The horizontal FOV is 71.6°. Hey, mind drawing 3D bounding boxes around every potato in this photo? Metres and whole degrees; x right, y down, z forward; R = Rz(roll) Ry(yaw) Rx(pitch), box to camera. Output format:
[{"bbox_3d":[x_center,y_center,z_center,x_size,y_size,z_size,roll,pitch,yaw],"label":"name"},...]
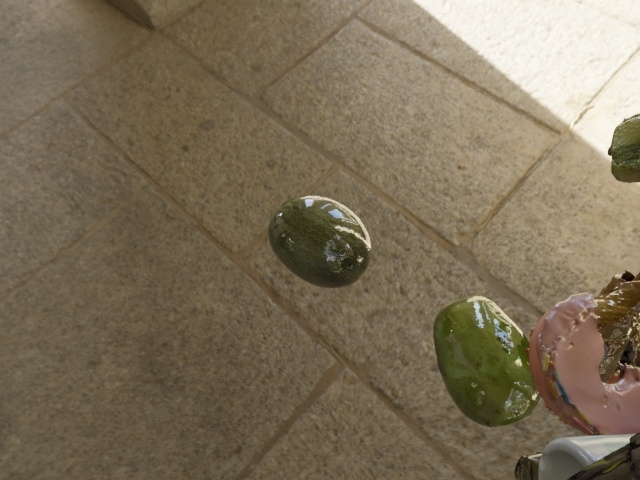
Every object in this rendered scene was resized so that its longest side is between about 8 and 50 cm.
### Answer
[{"bbox_3d":[0.380,0.277,1.039,0.216,0.216,0.304,-15,41,-3],"label":"potato"}]

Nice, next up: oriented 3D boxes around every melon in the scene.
[{"bbox_3d":[0.000,0.000,1.232,0.301,0.237,0.237,33,66,-21],"label":"melon"}]

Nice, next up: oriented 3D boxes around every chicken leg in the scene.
[{"bbox_3d":[0.711,0.203,1.063,0.295,0.182,0.409,30,103,-13],"label":"chicken leg"}]

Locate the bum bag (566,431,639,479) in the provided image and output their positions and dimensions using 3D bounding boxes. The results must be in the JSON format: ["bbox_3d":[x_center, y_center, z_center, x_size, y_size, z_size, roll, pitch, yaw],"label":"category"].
[{"bbox_3d":[0.284,0.172,0.335,0.232,0.106,0.060,-38,79,11],"label":"bum bag"}]

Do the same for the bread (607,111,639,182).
[{"bbox_3d":[0.814,-0.235,1.103,0.257,0.124,0.186,-12,102,-31],"label":"bread"}]

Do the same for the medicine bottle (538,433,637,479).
[{"bbox_3d":[0.428,0.269,0.491,0.351,0.110,0.110,2,64,-11],"label":"medicine bottle"}]

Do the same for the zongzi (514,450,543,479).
[{"bbox_3d":[0.526,0.653,1.030,0.123,0.289,0.260,-12,50,-7],"label":"zongzi"}]

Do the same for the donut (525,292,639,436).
[{"bbox_3d":[0.434,0.215,0.714,0.199,0.085,0.233,-41,82,-21],"label":"donut"}]
